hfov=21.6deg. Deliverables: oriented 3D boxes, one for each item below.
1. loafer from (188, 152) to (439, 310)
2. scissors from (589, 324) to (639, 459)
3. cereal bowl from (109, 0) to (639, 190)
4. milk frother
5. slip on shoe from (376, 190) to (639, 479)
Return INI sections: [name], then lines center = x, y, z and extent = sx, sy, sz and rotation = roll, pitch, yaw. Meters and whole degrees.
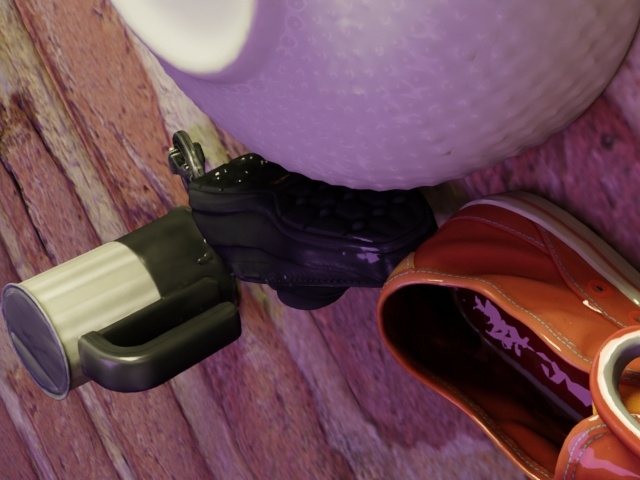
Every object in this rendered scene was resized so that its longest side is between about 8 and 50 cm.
[loafer]
center = 0.000, 0.000, 0.931
extent = 0.223, 0.076, 0.078
rotation = 13, 129, 60
[scissors]
center = 0.231, 0.101, 0.618
extent = 0.297, 0.109, 0.021
rotation = 38, 171, 34
[cereal bowl]
center = -0.019, -0.169, 0.755
extent = 0.339, 0.141, 0.339
rotation = 39, 144, 37
[milk frother]
center = -0.127, 0.015, 1.075
extent = 0.129, 0.135, 0.143
rotation = 10, 121, 54
[slip on shoe]
center = 0.151, 0.096, 0.734
extent = 0.331, 0.101, 0.123
rotation = 40, 141, 33
